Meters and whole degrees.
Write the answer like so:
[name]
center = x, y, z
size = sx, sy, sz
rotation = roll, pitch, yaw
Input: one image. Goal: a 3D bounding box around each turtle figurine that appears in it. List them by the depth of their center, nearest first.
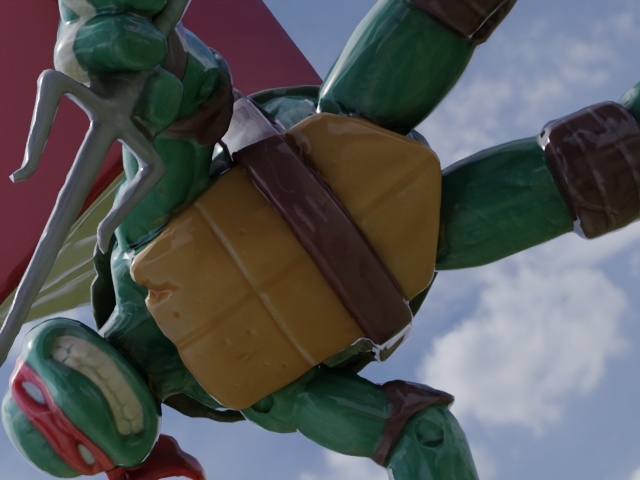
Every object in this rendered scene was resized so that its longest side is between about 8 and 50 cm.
[turtle figurine]
center = 0.000, 0.000, 0.371
size = 0.234, 0.118, 0.175
rotation = -40, -66, -4

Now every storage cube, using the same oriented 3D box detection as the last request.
[storage cube]
center = -0.144, -0.086, 0.918
size = 0.215, 0.193, 0.183
rotation = -43, -14, 29
